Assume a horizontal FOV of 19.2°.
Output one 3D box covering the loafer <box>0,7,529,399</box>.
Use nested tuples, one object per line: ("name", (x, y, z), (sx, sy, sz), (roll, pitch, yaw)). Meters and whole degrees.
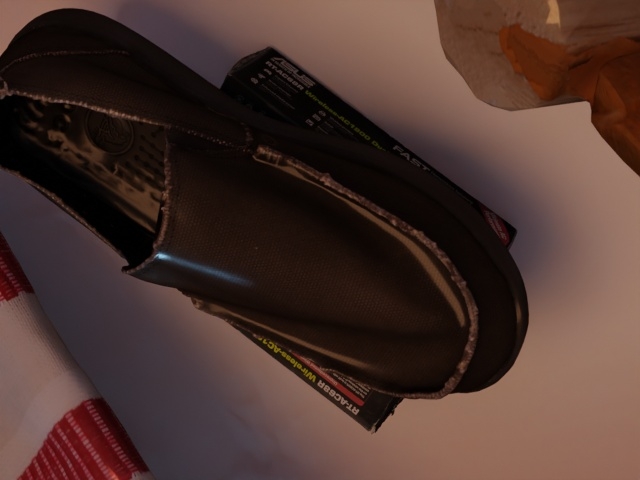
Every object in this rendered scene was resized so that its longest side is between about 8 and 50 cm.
("loafer", (-0.034, -0.002, 0.662), (0.220, 0.078, 0.080), (27, 120, 14))

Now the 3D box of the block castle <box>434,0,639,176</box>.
("block castle", (0.225, -0.141, 0.370), (0.303, 0.212, 0.453), (53, 140, 35))

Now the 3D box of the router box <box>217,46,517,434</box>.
("router box", (0.000, 0.000, 0.718), (0.122, 0.038, 0.092), (38, 123, 7))

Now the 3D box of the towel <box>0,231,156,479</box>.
("towel", (-0.149, 0.124, 0.781), (0.329, 0.037, 0.237), (56, 133, 15))
